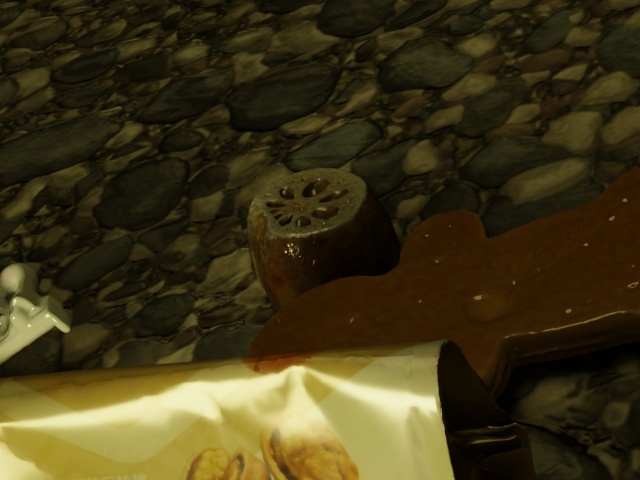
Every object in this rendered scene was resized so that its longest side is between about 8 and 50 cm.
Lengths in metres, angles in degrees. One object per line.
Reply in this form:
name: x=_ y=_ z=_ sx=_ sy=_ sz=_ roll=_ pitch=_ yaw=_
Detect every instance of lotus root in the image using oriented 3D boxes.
lotus root: x=0.003 y=-0.001 z=1.404 sx=0.112 sy=0.081 sz=0.122 roll=-20 pitch=31 yaw=-8

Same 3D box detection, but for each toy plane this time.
toy plane: x=-0.291 y=0.122 z=1.367 sx=0.252 sy=0.118 sz=0.252 roll=-32 pitch=31 yaw=22

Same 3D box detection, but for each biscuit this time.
biscuit: x=0.114 y=0.049 z=1.277 sx=0.339 sy=0.047 sz=0.216 roll=-19 pitch=30 yaw=9

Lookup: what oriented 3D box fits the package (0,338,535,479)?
package: x=-0.035 y=0.155 z=1.108 sx=0.311 sy=0.221 sz=0.165 roll=-9 pitch=14 yaw=22
